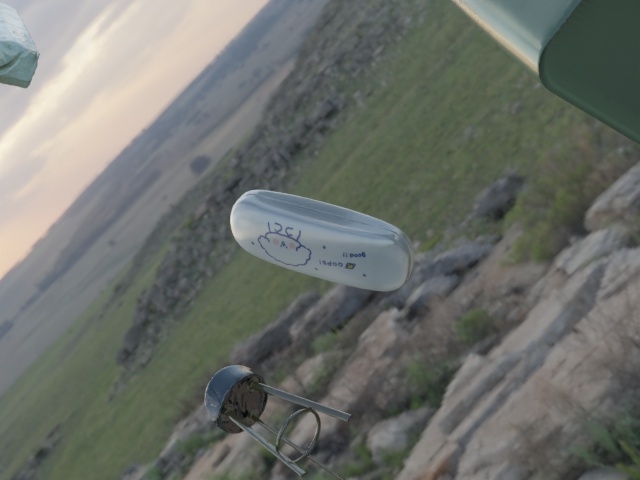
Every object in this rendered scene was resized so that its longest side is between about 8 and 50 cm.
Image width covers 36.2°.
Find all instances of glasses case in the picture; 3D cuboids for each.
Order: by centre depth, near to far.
[{"bbox_3d":[0.000,0.000,1.002,0.049,0.197,0.076,-57,-23,-45],"label":"glasses case"}]

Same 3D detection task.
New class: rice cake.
[{"bbox_3d":[-0.299,-0.188,0.925,0.245,0.045,0.042,46,121,61],"label":"rice cake"}]

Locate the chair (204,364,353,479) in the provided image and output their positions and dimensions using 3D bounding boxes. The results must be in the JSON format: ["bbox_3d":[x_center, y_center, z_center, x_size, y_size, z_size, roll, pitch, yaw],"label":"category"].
[{"bbox_3d":[-0.057,0.254,1.337,0.221,0.095,0.104,25,57,37],"label":"chair"}]

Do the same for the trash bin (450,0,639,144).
[{"bbox_3d":[0.198,-0.213,0.771,0.158,0.223,0.343,-52,34,24],"label":"trash bin"}]
